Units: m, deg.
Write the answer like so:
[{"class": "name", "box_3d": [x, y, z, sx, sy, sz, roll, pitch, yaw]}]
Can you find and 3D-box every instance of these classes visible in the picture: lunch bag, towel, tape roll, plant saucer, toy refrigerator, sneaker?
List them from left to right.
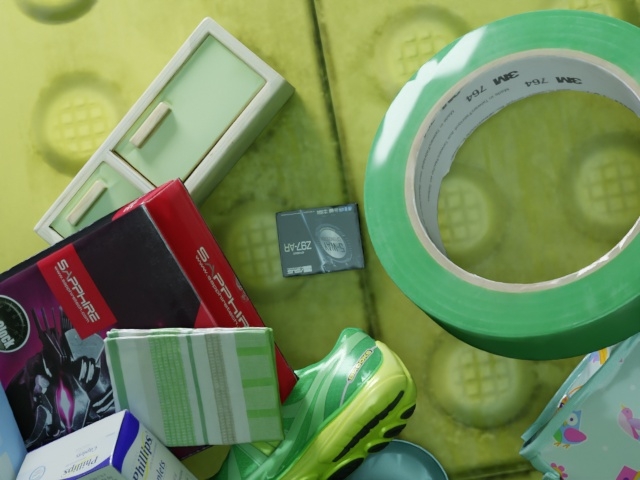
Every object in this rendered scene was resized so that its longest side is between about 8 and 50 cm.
[{"class": "toy refrigerator", "box_3d": [-0.152, -0.081, 1.330, 0.102, 0.094, 0.269, 41, 94, 4]}, {"class": "towel", "box_3d": [-0.110, 0.128, 1.194, 0.152, 0.023, 0.113, -3, 110, 11]}, {"class": "sneaker", "box_3d": [-0.037, 0.198, 1.327, 0.295, 0.109, 0.123, -39, 55, 11]}, {"class": "plant saucer", "box_3d": [0.071, 0.256, 1.343, 0.119, 0.021, 0.119, 0, 89, 6]}, {"class": "tape roll", "box_3d": [0.201, -0.053, 1.234, 0.321, 0.077, 0.321, -10, 66, 22]}, {"class": "lunch bag", "box_3d": [0.343, 0.165, 1.248, 0.223, 0.160, 0.262, 39, 88, 4]}]

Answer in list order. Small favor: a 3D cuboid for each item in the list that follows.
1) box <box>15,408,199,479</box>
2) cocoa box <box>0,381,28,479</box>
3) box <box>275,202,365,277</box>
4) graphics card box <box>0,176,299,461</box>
[{"class": "box", "box_3d": [-0.184, 0.235, 1.208, 0.126, 0.072, 0.137, -26, 121, 24]}, {"class": "cocoa box", "box_3d": [-0.386, 0.291, 1.194, 0.228, 0.231, 0.347, -11, 106, 21]}, {"class": "box", "box_3d": [0.000, 0.000, 1.352, 0.083, 0.018, 0.067, -6, 89, 6]}, {"class": "graphics card box", "box_3d": [-0.238, 0.127, 1.281, 0.371, 0.094, 0.232, -26, 100, 20]}]
